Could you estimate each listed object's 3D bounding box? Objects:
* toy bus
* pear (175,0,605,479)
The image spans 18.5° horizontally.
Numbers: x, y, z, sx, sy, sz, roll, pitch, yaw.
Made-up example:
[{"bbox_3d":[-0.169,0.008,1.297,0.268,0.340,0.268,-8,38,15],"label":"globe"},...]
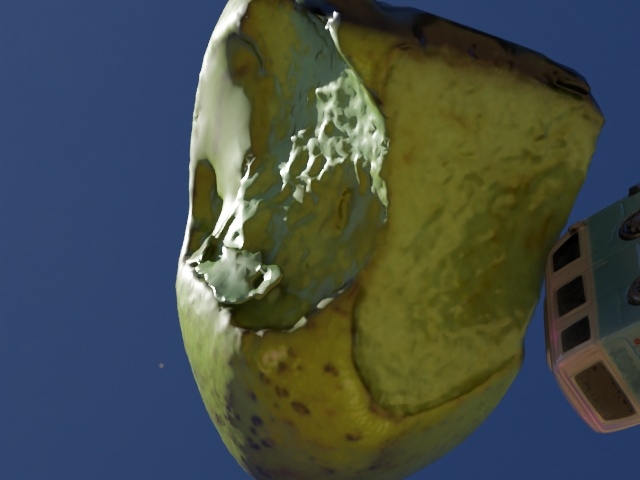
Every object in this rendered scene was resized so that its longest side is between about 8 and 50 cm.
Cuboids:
[{"bbox_3d":[0.144,0.034,0.941,0.075,0.123,0.060,-28,-64,19],"label":"toy bus"},{"bbox_3d":[0.000,0.000,1.050,0.164,0.238,0.255,15,-86,-31],"label":"pear"}]
